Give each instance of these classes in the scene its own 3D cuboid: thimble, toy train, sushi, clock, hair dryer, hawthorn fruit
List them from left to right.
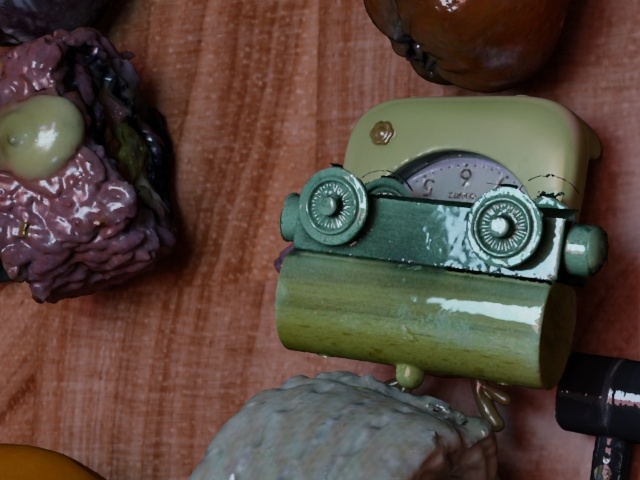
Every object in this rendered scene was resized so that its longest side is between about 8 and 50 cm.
[{"bbox_3d":[-0.252,-0.074,1.781,0.170,0.236,0.270,-21,66,14],"label":"sushi"},{"bbox_3d":[0.021,0.260,1.524,0.195,0.291,0.292,16,86,34],"label":"thimble"},{"bbox_3d":[0.101,0.032,1.532,0.307,0.126,0.190,7,98,27],"label":"toy train"},{"bbox_3d":[0.129,0.021,1.631,0.235,0.096,0.308,3,80,27],"label":"clock"},{"bbox_3d":[0.160,-0.262,1.636,0.199,0.199,0.251,32,82,30],"label":"hawthorn fruit"},{"bbox_3d":[0.262,0.212,1.540,0.124,0.071,0.219,10,90,29],"label":"hair dryer"}]

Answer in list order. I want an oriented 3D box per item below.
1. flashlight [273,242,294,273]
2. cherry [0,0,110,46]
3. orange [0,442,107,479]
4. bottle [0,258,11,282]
[{"bbox_3d":[0.000,0.000,1.741,0.110,0.052,0.031,-38,100,22],"label":"flashlight"},{"bbox_3d":[-0.331,-0.318,1.885,0.255,0.218,0.296,14,72,33],"label":"cherry"},{"bbox_3d":[-0.296,0.345,1.670,0.312,0.312,0.312,-6,76,27],"label":"orange"},{"bbox_3d":[-0.393,-0.090,1.939,0.082,0.082,0.286,-35,65,17],"label":"bottle"}]
